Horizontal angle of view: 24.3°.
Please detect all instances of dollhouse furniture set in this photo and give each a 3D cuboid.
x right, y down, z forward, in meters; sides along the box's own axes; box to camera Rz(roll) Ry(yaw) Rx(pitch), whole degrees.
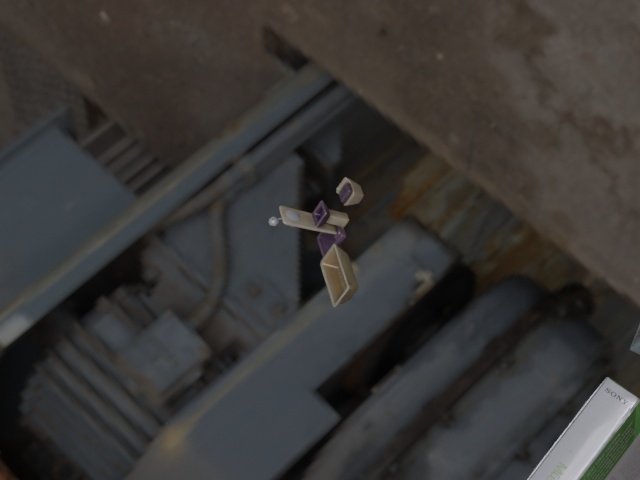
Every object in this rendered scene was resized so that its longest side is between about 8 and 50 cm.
[{"bbox_3d":[0.000,0.000,1.521,0.091,0.081,0.114,-54,37,34],"label":"dollhouse furniture set"}]

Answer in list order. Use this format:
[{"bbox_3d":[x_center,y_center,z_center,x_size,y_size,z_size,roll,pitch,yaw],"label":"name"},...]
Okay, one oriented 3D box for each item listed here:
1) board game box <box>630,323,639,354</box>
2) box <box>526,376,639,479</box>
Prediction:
[{"bbox_3d":[0.536,0.028,1.943,0.097,0.224,0.303,26,158,0],"label":"board game box"},{"bbox_3d":[0.340,0.321,1.865,0.058,0.232,0.322,36,173,30],"label":"box"}]
